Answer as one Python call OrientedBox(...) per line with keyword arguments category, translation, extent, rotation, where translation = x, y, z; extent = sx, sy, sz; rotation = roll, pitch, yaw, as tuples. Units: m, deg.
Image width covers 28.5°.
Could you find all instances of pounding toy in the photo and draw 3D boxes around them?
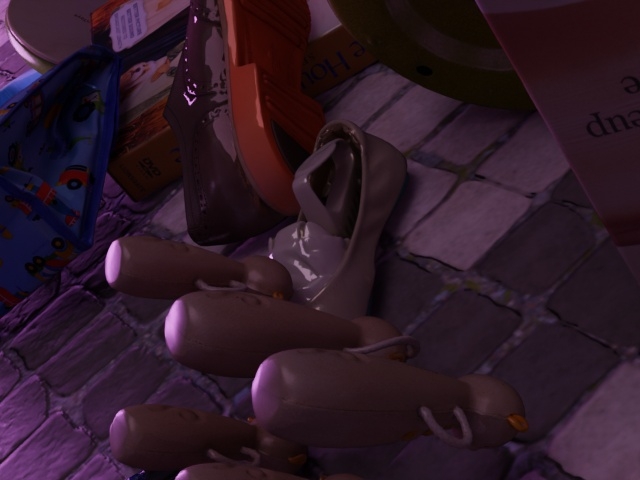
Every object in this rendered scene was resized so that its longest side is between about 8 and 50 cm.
OrientedBox(category="pounding toy", translation=(-0.305, -0.233, 1.512), extent=(0.183, 0.110, 0.237), rotation=(-21, 56, -39))

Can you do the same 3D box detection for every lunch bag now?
OrientedBox(category="lunch bag", translation=(-0.304, -0.067, 1.208), extent=(0.221, 0.138, 0.293), rotation=(-36, 27, 30))

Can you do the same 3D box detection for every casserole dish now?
OrientedBox(category="casserole dish", translation=(-0.378, -0.150, 1.556), extent=(0.114, 0.037, 0.188), rotation=(-18, 35, 28))

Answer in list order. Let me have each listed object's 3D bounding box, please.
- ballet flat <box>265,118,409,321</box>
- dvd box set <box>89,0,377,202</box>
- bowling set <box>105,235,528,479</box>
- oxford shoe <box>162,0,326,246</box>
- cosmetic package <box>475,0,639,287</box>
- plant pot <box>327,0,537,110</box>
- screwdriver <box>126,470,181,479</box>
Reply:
OrientedBox(category="ballet flat", translation=(0.000, 0.000, 0.903), extent=(0.086, 0.086, 0.248), rotation=(-17, 35, 30))
OrientedBox(category="dvd box set", translation=(-0.042, -0.244, 1.275), extent=(0.420, 0.062, 0.308), rotation=(-29, 40, 12))
OrientedBox(category="bowling set", translation=(-0.032, 0.121, 0.740), extent=(0.287, 0.154, 0.200), rotation=(35, 111, 56))
OrientedBox(category="oxford shoe", translation=(-0.088, -0.161, 1.099), extent=(0.132, 0.130, 0.364), rotation=(-29, 49, 27))
OrientedBox(category="cosmetic package", translation=(0.188, -0.122, 0.668), extent=(0.153, 0.296, 0.129), rotation=(-16, 35, 34))
OrientedBox(category="plant pot", translation=(0.162, -0.303, 0.946), extent=(0.366, 0.366, 0.353), rotation=(-3, 54, 43))
OrientedBox(category="screwdriver", translation=(-0.143, 0.178, 0.858), extent=(0.170, 0.024, 0.025), rotation=(-33, 1, 8))
